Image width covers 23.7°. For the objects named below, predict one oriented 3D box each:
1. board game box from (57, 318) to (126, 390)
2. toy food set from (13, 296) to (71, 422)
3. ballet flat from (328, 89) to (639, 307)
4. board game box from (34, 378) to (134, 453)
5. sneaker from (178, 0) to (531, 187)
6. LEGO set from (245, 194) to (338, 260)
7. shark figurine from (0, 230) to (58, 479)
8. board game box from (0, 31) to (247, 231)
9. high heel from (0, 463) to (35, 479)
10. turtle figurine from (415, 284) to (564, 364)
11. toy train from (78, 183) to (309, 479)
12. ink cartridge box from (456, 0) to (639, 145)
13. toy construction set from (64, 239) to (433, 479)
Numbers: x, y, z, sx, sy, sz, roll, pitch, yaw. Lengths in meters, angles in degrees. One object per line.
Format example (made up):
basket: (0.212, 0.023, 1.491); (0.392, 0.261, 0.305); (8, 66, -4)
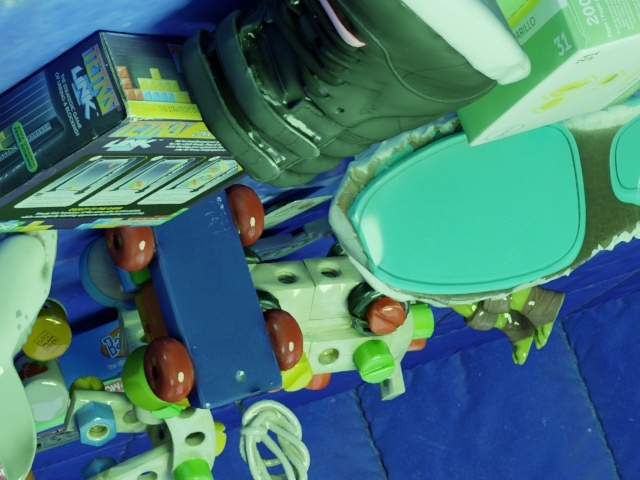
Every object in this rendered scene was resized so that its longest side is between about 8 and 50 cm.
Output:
board game box: (-0.128, 0.080, 1.396); (0.210, 0.047, 0.160); (-21, 175, 24)
toy food set: (-0.294, 0.116, 1.203); (0.232, 0.111, 0.104); (-32, -149, -1)
ballet flat: (0.171, -0.053, 1.110); (0.409, 0.147, 0.147); (-14, 169, -24)
board game box: (-0.269, 0.195, 1.799); (0.317, 0.046, 0.213); (-18, 171, -11)
sneaker: (0.002, -0.083, 0.651); (0.147, 0.104, 0.296); (-27, 173, 10)
LEGO set: (0.000, 0.000, 1.242); (0.244, 0.060, 0.182); (-26, 170, 39)
shark figurine: (-0.272, 0.077, 0.859); (0.278, 0.166, 0.116); (-13, 178, -29)
board game box: (-0.098, -0.053, 0.796); (0.141, 0.048, 0.170); (-28, 167, 31)
high heel: (-0.294, 0.149, 1.104); (0.117, 0.082, 0.244); (-26, 133, -1)
turtle figurine: (0.108, 0.045, 1.458); (0.217, 0.087, 0.269); (23, 146, -5)
toy train: (-0.086, 0.089, 1.018); (0.105, 0.248, 0.143); (-13, 173, -34)
ink cartridge box: (0.111, -0.105, 0.906); (0.235, 0.056, 0.171); (-18, 171, -21)
toy construction set: (-0.036, 0.098, 1.208); (0.328, 0.151, 0.215); (-15, 133, -30)
